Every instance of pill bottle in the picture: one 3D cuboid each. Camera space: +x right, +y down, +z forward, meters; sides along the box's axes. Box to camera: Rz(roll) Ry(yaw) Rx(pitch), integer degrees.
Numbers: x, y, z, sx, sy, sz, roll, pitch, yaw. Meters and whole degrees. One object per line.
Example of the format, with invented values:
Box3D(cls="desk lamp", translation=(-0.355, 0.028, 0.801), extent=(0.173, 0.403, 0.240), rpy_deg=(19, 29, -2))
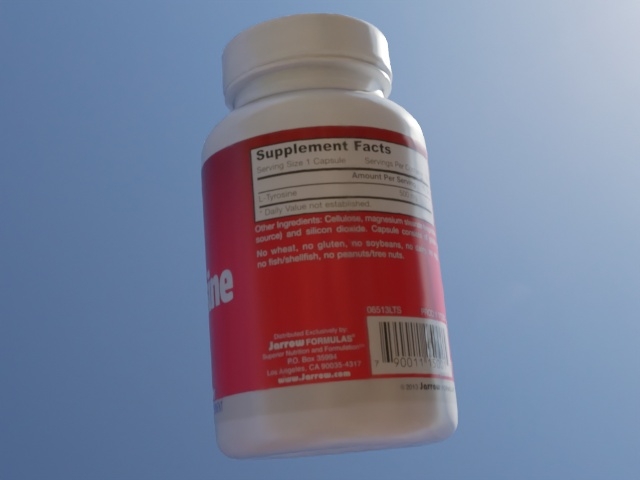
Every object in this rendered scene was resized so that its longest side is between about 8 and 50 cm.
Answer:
Box3D(cls="pill bottle", translation=(0.000, 0.000, 0.922), extent=(0.229, 0.229, 0.407), rpy_deg=(1, -106, -20))
